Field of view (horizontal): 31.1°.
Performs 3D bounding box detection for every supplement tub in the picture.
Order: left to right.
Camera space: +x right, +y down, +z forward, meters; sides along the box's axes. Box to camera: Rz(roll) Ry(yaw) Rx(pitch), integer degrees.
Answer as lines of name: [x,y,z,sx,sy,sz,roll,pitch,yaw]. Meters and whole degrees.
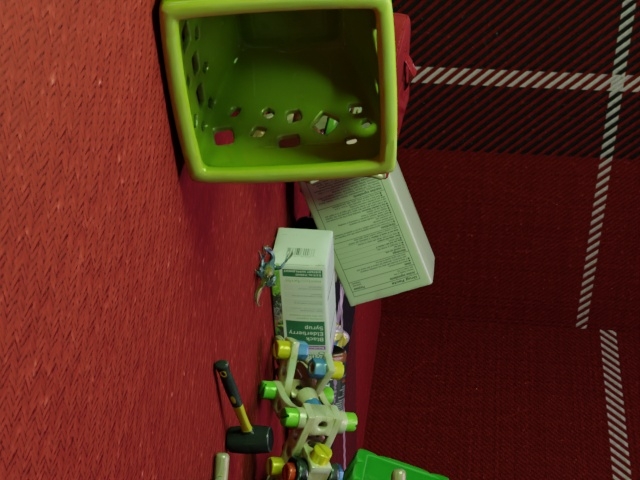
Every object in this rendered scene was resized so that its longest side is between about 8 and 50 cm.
supplement tub: [-0.007,0.294,2.124,0.106,0.106,0.198,-41,135,-80]

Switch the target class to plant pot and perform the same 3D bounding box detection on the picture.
plant pot: [-0.036,-0.213,1.212,0.207,0.227,0.228,-89,176,-46]

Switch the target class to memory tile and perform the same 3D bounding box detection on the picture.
memory tile: [-0.042,0.235,1.915,0.012,0.113,0.148,-27,135,-27]

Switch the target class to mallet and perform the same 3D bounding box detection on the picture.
mallet: [-0.118,0.222,1.519,0.039,0.062,0.189,-82,157,-43]

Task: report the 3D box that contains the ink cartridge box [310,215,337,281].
ink cartridge box: [0.016,-0.055,2.372,0.171,0.056,0.235,78,19,-63]

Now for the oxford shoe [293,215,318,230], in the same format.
oxford shoe: [0.000,0.000,2.110,0.271,0.097,0.098,-50,137,-78]

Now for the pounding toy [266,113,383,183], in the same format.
pounding toy: [0.000,-0.131,1.654,0.141,0.130,0.100,-25,126,-42]

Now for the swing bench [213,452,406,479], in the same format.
swing bench: [-0.026,0.421,1.432,0.165,0.253,0.254,-59,151,-75]

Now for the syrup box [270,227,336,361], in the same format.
syrup box: [-0.027,0.098,1.923,0.096,0.093,0.237,-79,170,-50]

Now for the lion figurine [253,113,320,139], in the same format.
lion figurine: [-0.036,-0.286,1.543,0.392,0.142,0.240,-88,178,-50]

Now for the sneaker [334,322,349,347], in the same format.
sneaker: [-0.007,0.221,2.281,0.240,0.091,0.126,61,52,-78]

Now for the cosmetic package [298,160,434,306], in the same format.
cosmetic package: [0.074,-0.057,2.003,0.113,0.160,0.309,-73,144,-63]

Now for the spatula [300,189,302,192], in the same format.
spatula: [-0.016,-0.209,2.175,0.242,0.019,0.168,-79,170,-49]

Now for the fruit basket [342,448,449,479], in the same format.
fruit basket: [0.058,0.561,1.849,0.392,0.283,0.392,18,90,-87]

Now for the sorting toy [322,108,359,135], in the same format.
sorting toy: [0.032,-0.164,1.508,0.102,0.042,0.061,-77,-176,-63]

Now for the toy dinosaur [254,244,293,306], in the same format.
toy dinosaur: [-0.085,0.042,1.739,0.090,0.047,0.082,-54,-171,12]

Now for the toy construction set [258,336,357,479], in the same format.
toy construction set: [-0.040,0.335,1.805,0.215,0.151,0.327,-117,-152,-50]

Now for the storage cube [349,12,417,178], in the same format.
storage cube: [0.034,-0.234,1.800,0.183,0.215,0.193,86,16,-50]
